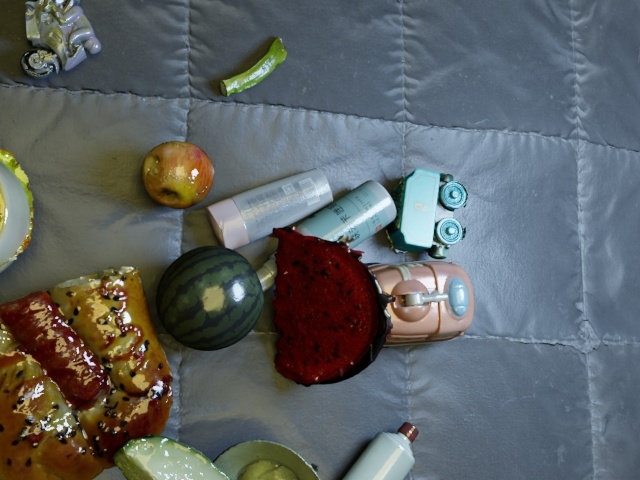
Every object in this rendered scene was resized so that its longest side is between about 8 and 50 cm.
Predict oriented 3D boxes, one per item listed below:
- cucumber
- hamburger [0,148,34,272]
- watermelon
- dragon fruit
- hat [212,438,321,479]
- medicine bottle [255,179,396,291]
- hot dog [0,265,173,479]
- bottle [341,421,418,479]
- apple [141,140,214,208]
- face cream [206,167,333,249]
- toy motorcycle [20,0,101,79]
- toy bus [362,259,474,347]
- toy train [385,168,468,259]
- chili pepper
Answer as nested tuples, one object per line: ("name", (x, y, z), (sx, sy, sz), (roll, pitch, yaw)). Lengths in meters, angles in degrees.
("cucumber", (-0.234, 0.459, 1.296), (0.325, 0.145, 0.105), (43, 48, -11))
("hamburger", (-0.675, -0.043, 1.297), (0.294, 0.179, 0.276), (-19, 85, -16))
("watermelon", (-0.219, 0.116, 1.405), (0.212, 0.212, 0.212), (3, 81, -18))
("dragon fruit", (0.032, 0.145, 1.448), (0.100, 0.282, 0.343), (-23, 121, -54))
("hat", (-0.102, 0.499, 1.416), (0.257, 0.130, 0.257), (1, 96, 7))
("medicine bottle", (0.000, 0.000, 1.543), (0.352, 0.110, 0.110), (-34, 93, -17))
("hot dog", (-0.465, 0.262, 1.317), (0.367, 0.196, 0.365), (-19, 92, -17))
("bottle", (0.124, 0.492, 1.514), (0.104, 0.104, 0.245), (44, 71, -7))
("apple", (-0.290, -0.130, 1.451), (0.146, 0.146, 0.146), (3, 81, -18))
("face cream", (-0.108, -0.073, 1.539), (0.269, 0.073, 0.107), (-24, 87, -20))
("toy motorcycle", (-0.527, -0.431, 1.457), (0.152, 0.073, 0.225), (5, 82, -19))
("toy bus", (0.203, 0.129, 1.532), (0.287, 0.232, 0.194), (-2, 80, -17))
("toy train", (0.244, -0.062, 1.634), (0.163, 0.112, 0.203), (10, 77, -11))
("chili pepper", (-0.141, -0.384, 1.592), (0.201, 0.050, 0.052), (-42, 132, -21))
